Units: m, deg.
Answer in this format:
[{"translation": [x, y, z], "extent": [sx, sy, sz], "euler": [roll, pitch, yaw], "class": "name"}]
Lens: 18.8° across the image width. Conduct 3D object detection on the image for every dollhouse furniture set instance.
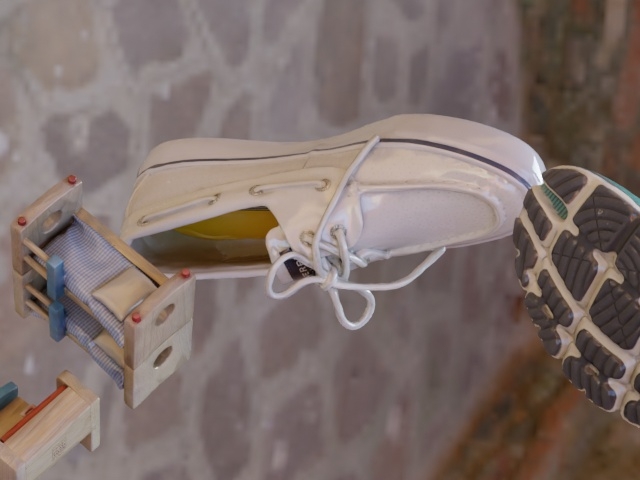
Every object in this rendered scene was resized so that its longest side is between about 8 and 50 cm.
[{"translation": [-0.200, 0.074, 1.414], "extent": [0.184, 0.129, 0.129], "euler": [-43, 160, -28], "class": "dollhouse furniture set"}]

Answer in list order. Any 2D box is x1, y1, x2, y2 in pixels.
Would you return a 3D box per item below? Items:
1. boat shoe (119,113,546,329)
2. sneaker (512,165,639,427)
[{"translation": [-0.004, -0.006, 1.561], "extent": [0.136, 0.367, 0.156], "euler": [69, 30, -43], "class": "boat shoe"}, {"translation": [0.220, 0.060, 1.046], "extent": [0.110, 0.275, 0.107], "euler": [-30, 157, -53], "class": "sneaker"}]
